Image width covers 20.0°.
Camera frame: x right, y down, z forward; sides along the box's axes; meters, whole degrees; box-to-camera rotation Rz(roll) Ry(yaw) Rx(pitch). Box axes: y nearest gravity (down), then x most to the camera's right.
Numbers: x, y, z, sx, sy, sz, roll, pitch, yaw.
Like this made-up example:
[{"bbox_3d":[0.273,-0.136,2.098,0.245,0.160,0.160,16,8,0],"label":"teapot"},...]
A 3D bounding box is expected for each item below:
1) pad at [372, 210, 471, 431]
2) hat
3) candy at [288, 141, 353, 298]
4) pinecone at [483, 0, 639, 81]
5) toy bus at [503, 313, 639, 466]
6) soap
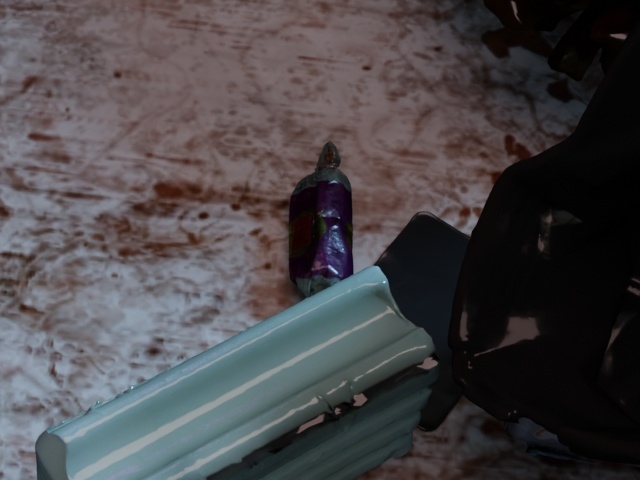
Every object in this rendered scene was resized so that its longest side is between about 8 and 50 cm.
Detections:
[{"bbox_3d":[0.076,0.055,1.309,0.112,0.003,0.157,32,60,14],"label":"pad"},{"bbox_3d":[0.254,0.002,1.101,0.209,0.336,0.238,0,47,-41],"label":"hat"},{"bbox_3d":[0.000,0.000,1.314,0.043,0.045,0.175,30,45,-36],"label":"candy"},{"bbox_3d":[0.266,-0.280,1.334,0.398,0.397,0.397,3,57,-4],"label":"pinecone"},{"bbox_3d":[0.287,0.102,1.242,0.317,0.112,0.138,12,61,3],"label":"toy bus"},{"bbox_3d":[-0.052,0.128,1.163,0.261,0.150,0.094,-27,67,-22],"label":"soap"}]
